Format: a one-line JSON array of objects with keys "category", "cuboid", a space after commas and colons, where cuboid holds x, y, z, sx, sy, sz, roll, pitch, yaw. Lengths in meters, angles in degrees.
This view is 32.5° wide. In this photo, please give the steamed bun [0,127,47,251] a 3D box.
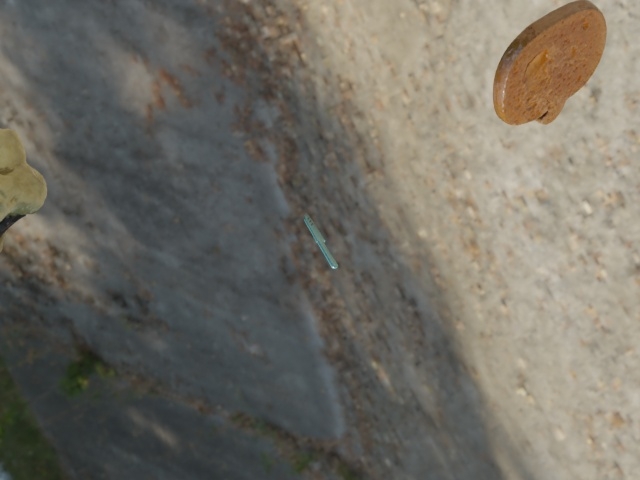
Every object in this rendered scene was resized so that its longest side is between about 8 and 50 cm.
[{"category": "steamed bun", "cuboid": [-0.394, -0.055, 1.248, 0.172, 0.155, 0.141, 60, 179, 4]}]

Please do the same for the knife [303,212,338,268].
[{"category": "knife", "cuboid": [0.000, 0.000, 1.391, 0.005, 0.014, 0.091, -54, 54, 36]}]

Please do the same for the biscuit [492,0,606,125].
[{"category": "biscuit", "cuboid": [0.140, -0.106, 0.678, 0.015, 0.091, 0.078, 41, 150, 37]}]
